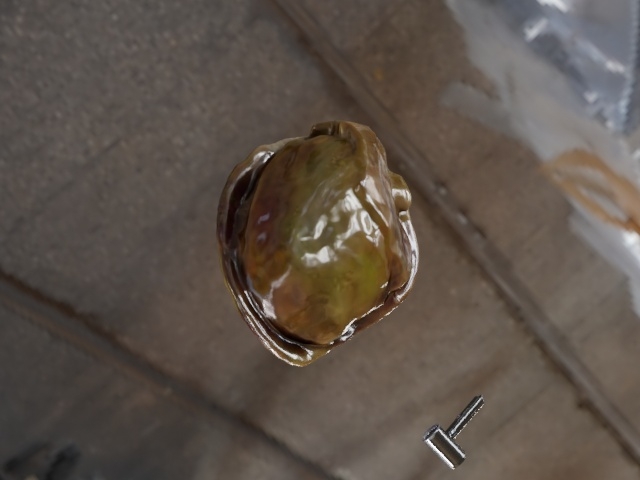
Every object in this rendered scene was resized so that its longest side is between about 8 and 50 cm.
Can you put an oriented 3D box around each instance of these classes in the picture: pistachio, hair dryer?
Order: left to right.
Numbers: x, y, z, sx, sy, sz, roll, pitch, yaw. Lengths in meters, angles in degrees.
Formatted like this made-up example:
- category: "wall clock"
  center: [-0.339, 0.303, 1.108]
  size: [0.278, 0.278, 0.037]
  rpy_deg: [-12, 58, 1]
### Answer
- category: "pistachio"
  center: [0.000, 0.000, 1.237]
  size: [0.130, 0.165, 0.210]
  rpy_deg: [-54, -168, 57]
- category: "hair dryer"
  center: [0.148, 0.197, 1.749]
  size: [0.083, 0.047, 0.026]
  rpy_deg: [-49, -168, -24]
